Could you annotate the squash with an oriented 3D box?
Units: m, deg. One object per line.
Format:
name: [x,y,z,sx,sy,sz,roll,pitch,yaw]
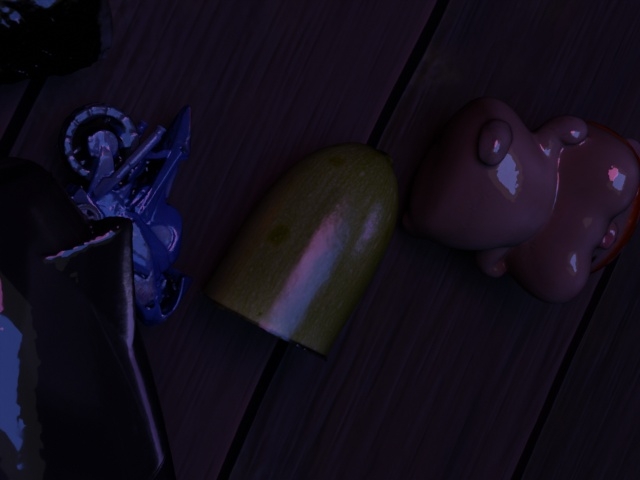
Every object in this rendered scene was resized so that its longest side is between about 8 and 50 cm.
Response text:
squash: [0.000,0.000,0.913,0.123,0.123,0.186,36,82,-23]

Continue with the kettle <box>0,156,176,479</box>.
kettle: [-0.263,0.095,0.758,0.321,0.228,0.324,-3,107,15]

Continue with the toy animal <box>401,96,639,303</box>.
toy animal: [0.187,-0.038,0.974,0.198,0.171,0.171,13,91,-21]

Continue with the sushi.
sushi: [-0.218,-0.217,0.776,0.115,0.147,0.212,-14,103,-20]

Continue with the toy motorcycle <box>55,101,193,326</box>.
toy motorcycle: [-0.151,-0.006,0.870,0.114,0.076,0.205,0,100,-26]
